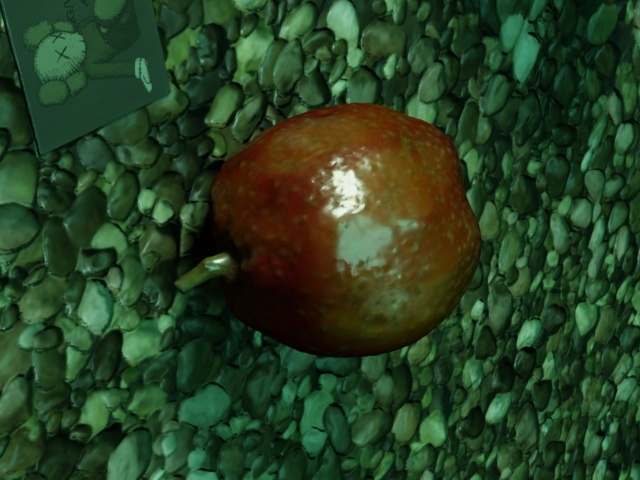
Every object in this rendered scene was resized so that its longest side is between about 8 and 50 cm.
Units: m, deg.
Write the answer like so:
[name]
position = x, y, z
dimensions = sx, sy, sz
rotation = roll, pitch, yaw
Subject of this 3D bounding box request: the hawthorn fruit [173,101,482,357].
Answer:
[hawthorn fruit]
position = 0.000, 0.000, 1.158
dimensions = 0.253, 0.205, 0.205
rotation = -22, 119, -35

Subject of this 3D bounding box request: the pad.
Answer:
[pad]
position = -0.171, -0.169, 1.051
dimensions = 0.127, 0.004, 0.190
rotation = -32, 124, -36
